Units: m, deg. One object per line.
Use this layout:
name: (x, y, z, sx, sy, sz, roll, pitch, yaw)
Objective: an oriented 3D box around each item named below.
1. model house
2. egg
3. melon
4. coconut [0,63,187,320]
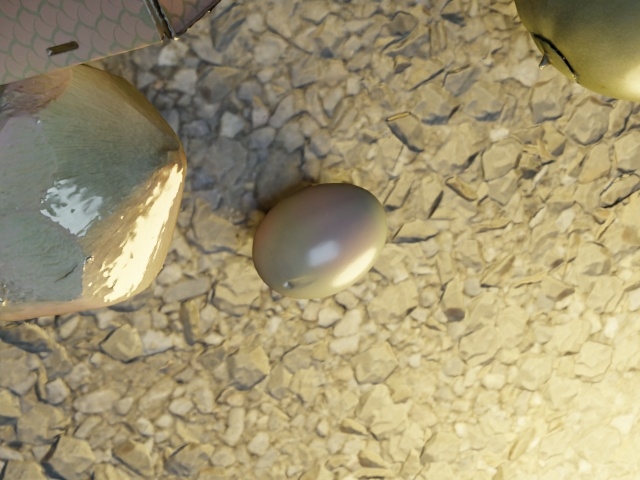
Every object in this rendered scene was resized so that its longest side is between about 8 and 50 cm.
model house: (-0.156, -0.237, 1.200, 0.326, 0.244, 0.169, -27, 118, -10)
egg: (0.000, 0.000, 1.453, 0.135, 0.103, 0.103, -27, 121, -11)
melon: (0.323, -0.262, 1.371, 0.330, 0.268, 0.268, -35, 122, 5)
coconut: (-0.215, -0.044, 1.262, 0.224, 0.234, 0.224, 7, 81, -52)
